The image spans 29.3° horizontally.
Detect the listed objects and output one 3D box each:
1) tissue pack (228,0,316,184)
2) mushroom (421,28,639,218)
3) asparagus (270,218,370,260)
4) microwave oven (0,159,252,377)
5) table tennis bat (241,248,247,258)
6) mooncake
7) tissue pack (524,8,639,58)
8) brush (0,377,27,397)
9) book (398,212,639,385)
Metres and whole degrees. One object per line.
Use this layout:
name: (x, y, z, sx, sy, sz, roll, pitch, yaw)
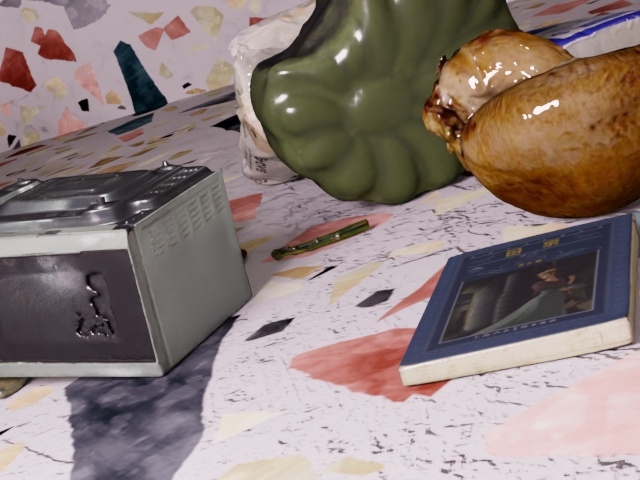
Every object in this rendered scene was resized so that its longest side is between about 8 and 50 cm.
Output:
tissue pack: (0.035, -0.236, 1.830, 0.390, 0.195, 0.375, -27, -15, -2)
mushroom: (0.250, -0.123, 1.287, 0.283, 0.195, 0.263, 10, 19, 29)
asparagus: (0.000, 0.000, 1.500, 0.127, 0.018, 0.015, -19, -21, -4)
microwave oven: (-0.264, 0.027, 1.335, 0.295, 0.181, 0.237, -4, 20, 26)
table tennis bat: (-0.145, 0.038, 1.538, 0.098, 0.019, 0.154, -16, 12, 13)
mooncake: (0.087, -0.213, 1.569, 0.351, 0.351, 0.187, -21, 25, -12)
tissue pack: (0.342, -0.232, 1.724, 0.209, 0.137, 0.270, -25, 12, -23)
brush: (-0.446, 0.161, 1.399, 0.282, 0.048, 0.054, 0, 24, 32)
book: (0.183, 0.046, 1.078, 0.191, 0.025, 0.269, -13, 15, 20)
